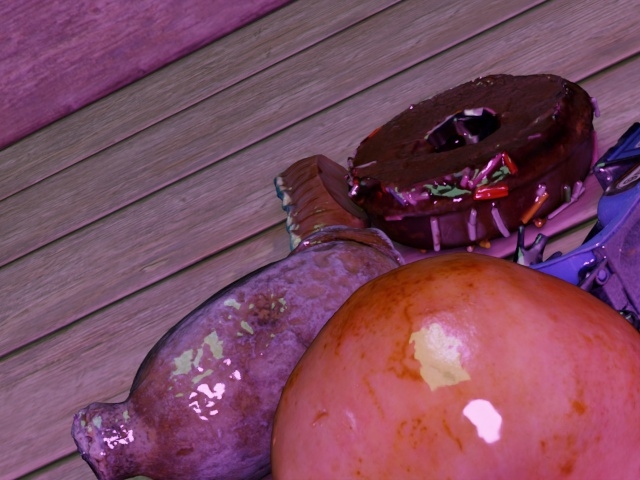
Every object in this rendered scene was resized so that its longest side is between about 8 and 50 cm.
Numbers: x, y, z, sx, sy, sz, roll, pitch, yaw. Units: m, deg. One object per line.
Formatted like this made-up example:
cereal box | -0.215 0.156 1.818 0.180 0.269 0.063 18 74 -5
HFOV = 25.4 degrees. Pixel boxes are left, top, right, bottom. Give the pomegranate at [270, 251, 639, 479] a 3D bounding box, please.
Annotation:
pomegranate | 0.099 0.139 0.881 0.252 0.229 0.270 -47 26 13

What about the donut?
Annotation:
donut | 0.156 -0.078 1.437 0.270 0.103 0.269 -21 23 10

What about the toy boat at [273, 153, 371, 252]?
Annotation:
toy boat | 0.006 -0.007 1.503 0.099 0.108 0.293 -55 19 24

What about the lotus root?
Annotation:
lotus root | -0.044 0.109 1.194 0.350 0.175 0.175 -33 21 -32

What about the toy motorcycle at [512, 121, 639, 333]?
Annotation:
toy motorcycle | 0.241 0.018 1.136 0.358 0.125 0.213 -41 16 -32
